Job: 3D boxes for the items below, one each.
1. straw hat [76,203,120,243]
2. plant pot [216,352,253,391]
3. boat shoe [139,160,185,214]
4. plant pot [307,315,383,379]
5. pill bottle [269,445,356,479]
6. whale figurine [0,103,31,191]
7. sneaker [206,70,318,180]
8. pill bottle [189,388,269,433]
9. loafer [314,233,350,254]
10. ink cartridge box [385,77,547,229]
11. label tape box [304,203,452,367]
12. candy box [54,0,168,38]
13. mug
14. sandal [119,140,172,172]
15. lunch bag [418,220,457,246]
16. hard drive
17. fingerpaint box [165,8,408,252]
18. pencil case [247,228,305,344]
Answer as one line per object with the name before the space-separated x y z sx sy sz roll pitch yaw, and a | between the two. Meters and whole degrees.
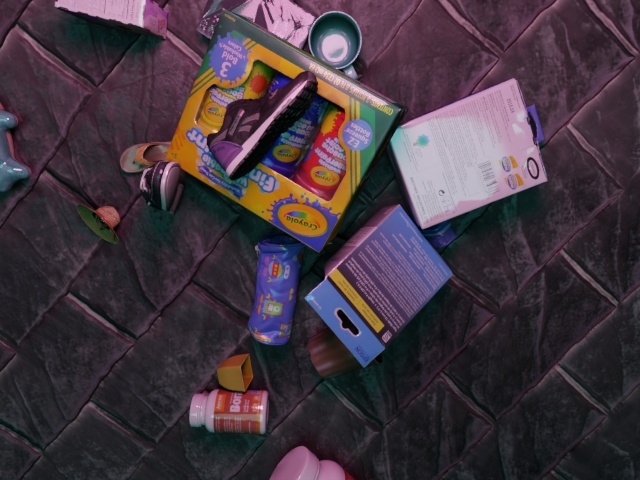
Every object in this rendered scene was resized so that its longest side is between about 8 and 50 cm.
straw hat | -0.577 -0.060 1.252 0.144 0.144 0.061 44 58 -9
plant pot | -0.252 0.383 1.350 0.083 0.081 0.081 -4 103 11
boat shoe | -0.391 -0.126 1.122 0.091 0.302 0.114 19 74 -10
plant pot | 0.064 0.300 1.298 0.165 0.167 0.167 -29 101 13
pill bottle | 0.042 0.810 1.370 0.229 0.229 0.407 -43 99 8
whale figurine | -0.865 -0.253 1.167 0.216 0.141 0.272 -29 102 5
sneaker | -0.134 -0.262 0.960 0.283 0.107 0.124 -41 85 21
pill bottle | -0.262 0.496 1.351 0.216 0.121 0.121 2 103 -2
loafer | 0.000 0.000 1.264 0.220 0.080 0.078 29 100 -7
ink cartridge box | 0.385 -0.226 1.182 0.395 0.151 0.270 -21 101 6
label tape box | 0.142 0.112 1.210 0.348 0.115 0.249 -43 104 -14
candy box | -0.481 -0.543 1.094 0.196 0.165 0.070 11 104 -4
mug | 0.033 -0.472 1.151 0.129 0.097 0.157 5 103 -2
sandal | -0.446 -0.224 1.225 0.180 0.049 0.072 -10 102 2
lunch bag | 0.311 -0.026 1.257 0.067 0.098 0.065 -37 105 -24
hard drive | -0.158 -0.535 1.156 0.255 0.054 0.172 25 101 -6
fingerpaint box | -0.087 -0.249 1.091 0.445 0.163 0.371 32 112 5
pencil case | -0.124 0.130 1.271 0.133 0.119 0.306 6 103 -9
